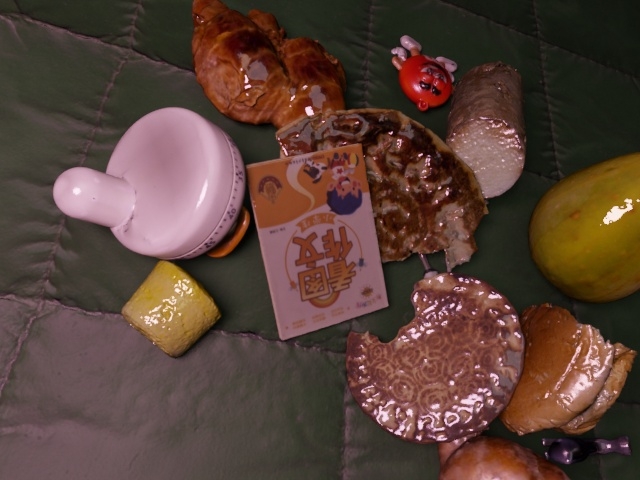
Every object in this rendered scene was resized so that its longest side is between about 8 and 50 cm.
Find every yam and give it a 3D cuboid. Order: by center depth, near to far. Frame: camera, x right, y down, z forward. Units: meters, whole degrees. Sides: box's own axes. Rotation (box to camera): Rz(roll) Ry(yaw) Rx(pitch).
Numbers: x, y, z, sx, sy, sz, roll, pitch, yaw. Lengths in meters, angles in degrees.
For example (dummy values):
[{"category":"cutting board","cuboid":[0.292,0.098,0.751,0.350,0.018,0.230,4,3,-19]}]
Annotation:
[{"category":"yam","cuboid":[0.349,-0.241,1.068,0.168,0.168,0.304,28,47,-7]}]

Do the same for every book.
[{"category":"book","cuboid":[0.000,0.000,0.853,0.208,0.020,0.295,-15,101,-20]}]

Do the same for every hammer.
[{"category":"hammer","cuboid":[0.416,0.341,0.828,0.290,0.137,0.037,27,53,-50]}]

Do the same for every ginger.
[{"category":"ginger","cuboid":[0.273,0.437,0.746,0.176,0.256,0.375,38,35,-41]},{"category":"ginger","cuboid":[-0.094,-0.336,0.978,0.358,0.152,0.274,23,61,-12]}]

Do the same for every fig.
[{"category":"fig","cuboid":[0.566,-0.036,0.994,0.258,0.326,0.258,16,42,-15]}]

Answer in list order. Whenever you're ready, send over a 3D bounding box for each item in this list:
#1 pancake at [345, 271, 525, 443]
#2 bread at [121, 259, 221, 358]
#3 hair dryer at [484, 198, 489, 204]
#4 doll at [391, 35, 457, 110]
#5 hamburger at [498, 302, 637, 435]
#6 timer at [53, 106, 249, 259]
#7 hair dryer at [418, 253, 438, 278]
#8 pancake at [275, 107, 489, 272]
[{"category":"pancake","cuboid":[0.180,0.183,0.832,0.286,0.033,0.288,6,67,24]},{"category":"bread","cuboid":[-0.222,0.101,0.765,0.129,0.111,0.114,37,68,3]},{"category":"hair dryer","cuboid":[0.343,-0.122,1.116,0.154,0.054,0.106,-26,73,-38]},{"category":"doll","cuboid":[0.239,-0.386,1.168,0.183,0.085,0.217,27,51,-9]},{"category":"hamburger","cuboid":[0.372,0.225,0.844,0.132,0.309,0.211,30,89,6]},{"category":"timer","cuboid":[-0.238,-0.087,0.760,0.240,0.233,0.233,20,51,-60]},{"category":"hair dryer","cuboid":[0.219,0.106,0.964,0.100,0.057,0.197,-5,61,-23]},{"category":"pancake","cuboid":[0.121,-0.086,0.931,0.427,0.067,0.304,0,96,-19]}]
